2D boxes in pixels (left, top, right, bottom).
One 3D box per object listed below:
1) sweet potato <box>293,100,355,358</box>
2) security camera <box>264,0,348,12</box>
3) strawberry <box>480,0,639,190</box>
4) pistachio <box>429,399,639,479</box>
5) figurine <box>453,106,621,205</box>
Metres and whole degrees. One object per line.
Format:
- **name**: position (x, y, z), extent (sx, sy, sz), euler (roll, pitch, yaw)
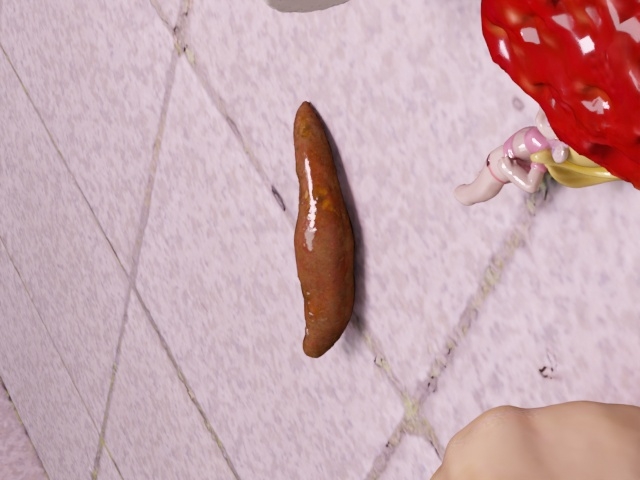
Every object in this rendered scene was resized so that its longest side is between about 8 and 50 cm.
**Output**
- **sweet potato**: position (0.002, 0.001, 1.197), extent (0.078, 0.058, 0.255), euler (-122, 26, -69)
- **security camera**: position (-0.001, -0.297, 0.855), extent (0.236, 0.194, 0.194), euler (67, 153, 8)
- **strawberry**: position (0.221, -0.133, 0.474), extent (0.310, 0.292, 0.292), euler (3, 113, 34)
- **pistachio**: position (0.193, 0.249, 0.822), extent (0.229, 0.238, 0.321), euler (-37, 81, 18)
- **figurine**: position (0.159, -0.059, 0.852), extent (0.187, 0.083, 0.083), euler (-32, 78, 56)
